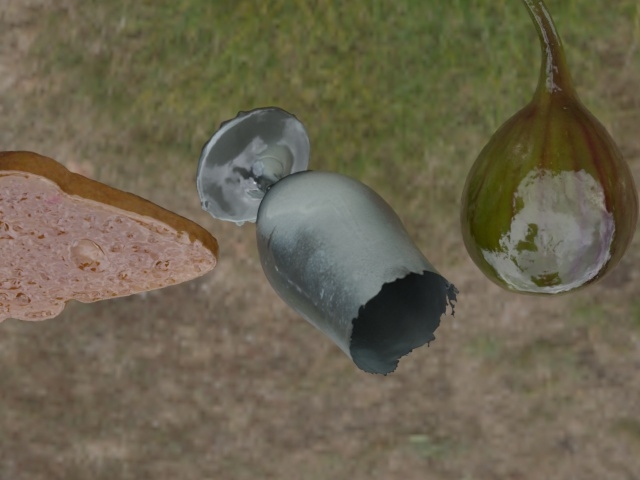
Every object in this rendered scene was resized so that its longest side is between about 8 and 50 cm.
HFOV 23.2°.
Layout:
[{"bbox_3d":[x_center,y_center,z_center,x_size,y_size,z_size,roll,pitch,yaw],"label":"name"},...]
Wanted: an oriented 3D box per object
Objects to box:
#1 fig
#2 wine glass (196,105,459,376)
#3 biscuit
[{"bbox_3d":[0.152,-0.080,1.057,0.124,0.236,0.124,-3,-177,0],"label":"fig"},{"bbox_3d":[0.000,0.000,1.071,0.103,0.222,0.103,-17,129,-22],"label":"wine glass"},{"bbox_3d":[-0.208,-0.005,1.041,0.280,0.043,0.183,0,143,-4],"label":"biscuit"}]
